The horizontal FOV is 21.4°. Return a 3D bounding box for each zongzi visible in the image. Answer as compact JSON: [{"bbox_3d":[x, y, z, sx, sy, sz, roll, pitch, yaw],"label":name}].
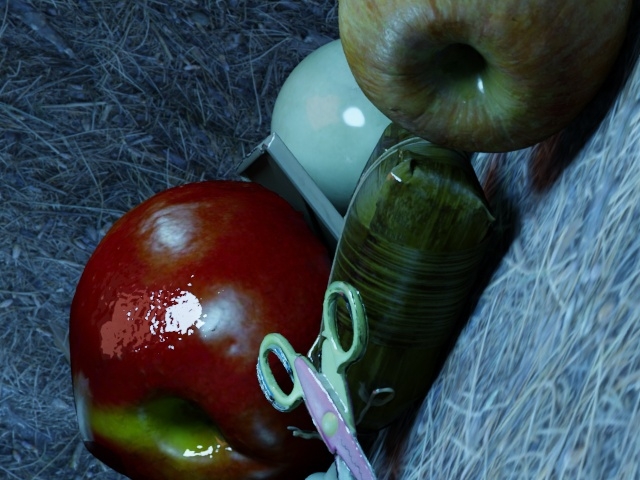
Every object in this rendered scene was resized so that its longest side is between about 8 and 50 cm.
[{"bbox_3d":[0.060,0.017,1.377,0.241,0.111,0.248,-83,12,-66],"label":"zongzi"}]

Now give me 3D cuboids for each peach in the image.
[{"bbox_3d":[-0.081,0.080,1.512,0.281,0.281,0.338,-62,2,30],"label":"peach"}]

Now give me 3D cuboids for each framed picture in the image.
[{"bbox_3d":[0.000,0.000,1.570,0.020,0.211,0.289,-39,3,-7],"label":"framed picture"}]

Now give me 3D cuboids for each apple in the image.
[{"bbox_3d":[0.117,-0.171,1.198,0.188,0.211,0.211,-75,11,-45],"label":"apple"}]

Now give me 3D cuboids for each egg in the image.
[{"bbox_3d":[0.046,-0.103,1.613,0.253,0.186,0.186,-101,35,-82],"label":"egg"}]

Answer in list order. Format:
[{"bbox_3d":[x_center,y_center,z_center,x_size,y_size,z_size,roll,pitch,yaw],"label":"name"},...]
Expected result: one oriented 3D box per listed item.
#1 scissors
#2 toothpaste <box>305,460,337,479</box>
[{"bbox_3d":[0.011,0.135,1.258,0.133,0.020,0.187,-42,59,42],"label":"scissors"},{"bbox_3d":[-0.026,0.280,1.431,0.069,0.047,0.268,-96,25,-52],"label":"toothpaste"}]
